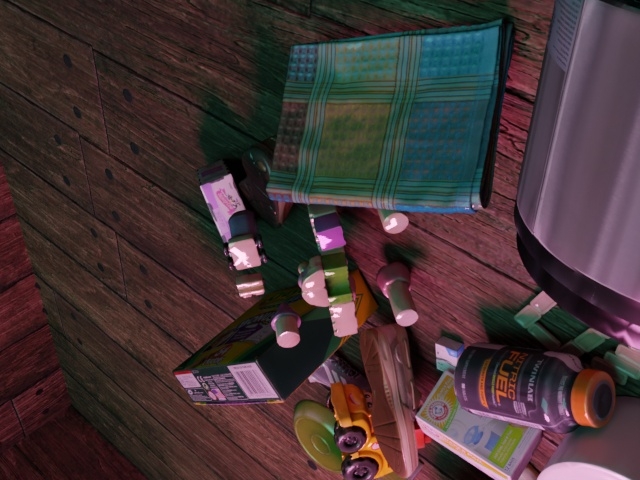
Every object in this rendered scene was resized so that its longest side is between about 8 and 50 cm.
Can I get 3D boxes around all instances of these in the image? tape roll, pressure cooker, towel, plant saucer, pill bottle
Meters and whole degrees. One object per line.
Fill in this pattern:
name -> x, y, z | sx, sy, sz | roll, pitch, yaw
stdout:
tape roll -> 0.491, 0.395, 1.063 | 0.246, 0.169, 0.246 | 27, 135, 30
pressure cooker -> 0.383, -0.083, 0.652 | 0.375, 0.370, 0.420 | 29, 132, 35
towel -> 0.086, -0.180, 0.994 | 0.370, 0.040, 0.271 | 6, 83, 34
plant saucer -> 0.009, 0.535, 1.788 | 0.241, 0.037, 0.241 | 28, 136, 31
pill bottle -> 0.354, 0.244, 1.112 | 0.246, 0.130, 0.130 | -2, 116, 52

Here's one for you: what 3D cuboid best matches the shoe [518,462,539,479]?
shoe -> 0.405, 0.493, 1.318 | 0.219, 0.058, 0.076 | 40, 140, 17

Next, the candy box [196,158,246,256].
candy box -> -0.202, -0.075, 1.440 | 0.196, 0.070, 0.164 | -130, 19, -70

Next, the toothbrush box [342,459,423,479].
toothbrush box -> 0.090, 0.620, 1.564 | 0.122, 0.283, 0.206 | 37, 139, 19

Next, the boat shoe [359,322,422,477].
boat shoe -> 0.159, 0.318, 1.344 | 0.109, 0.098, 0.302 | -21, 80, 63

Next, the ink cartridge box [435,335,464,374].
ink cartridge box -> 0.253, 0.233, 1.305 | 0.048, 0.028, 0.083 | 18, 130, 38

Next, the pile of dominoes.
pile of dominoes -> 0.440, 0.126, 1.039 | 0.196, 0.040, 0.251 | 43, 150, 12

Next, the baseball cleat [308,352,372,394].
baseball cleat -> 0.039, 0.295, 1.545 | 0.206, 0.072, 0.109 | 11, 106, 27

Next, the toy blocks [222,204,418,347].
toy blocks -> 0.000, 0.000, 1.221 | 0.260, 0.309, 0.288 | -103, 1, -51

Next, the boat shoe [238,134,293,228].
boat shoe -> -0.078, -0.118, 1.309 | 0.122, 0.120, 0.324 | 48, 164, 4

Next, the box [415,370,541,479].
box -> 0.296, 0.355, 1.261 | 0.203, 0.114, 0.103 | 29, 161, 30

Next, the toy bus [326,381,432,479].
toy bus -> 0.131, 0.406, 1.454 | 0.149, 0.211, 0.220 | -103, -1, -60

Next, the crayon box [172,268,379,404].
crayon box -> -0.101, 0.210, 1.427 | 0.363, 0.313, 0.106 | -19, 107, 51
